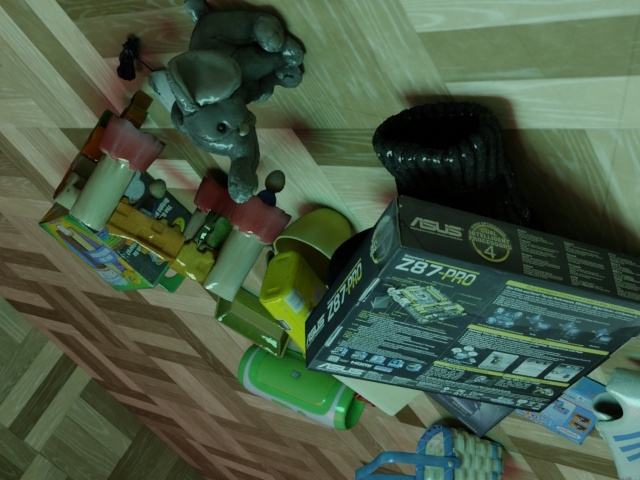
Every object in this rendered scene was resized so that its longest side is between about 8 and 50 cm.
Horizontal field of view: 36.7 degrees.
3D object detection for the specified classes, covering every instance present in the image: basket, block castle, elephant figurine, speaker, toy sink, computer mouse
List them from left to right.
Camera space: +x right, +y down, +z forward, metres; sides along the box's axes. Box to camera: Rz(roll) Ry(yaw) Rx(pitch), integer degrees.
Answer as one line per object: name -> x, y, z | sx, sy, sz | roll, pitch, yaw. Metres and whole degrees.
computer mouse -> -0.251, -0.243, 1.571 | 0.193, 0.042, 0.106 | 37, 153, -9
block castle -> -0.240, -0.087, 1.548 | 0.303, 0.212, 0.453 | 30, 178, -16
elephant figurine -> -0.139, -0.194, 1.303 | 0.186, 0.239, 0.169 | 9, 146, 41
speaker -> -0.045, 0.343, 2.279 | 0.297, 0.131, 0.131 | 19, 151, 25
toy sink -> 0.128, 0.167, 1.741 | 0.153, 0.234, 0.131 | 37, 125, -8
basket -> 0.241, 0.515, 2.144 | 0.289, 0.201, 0.255 | 4, 158, -14

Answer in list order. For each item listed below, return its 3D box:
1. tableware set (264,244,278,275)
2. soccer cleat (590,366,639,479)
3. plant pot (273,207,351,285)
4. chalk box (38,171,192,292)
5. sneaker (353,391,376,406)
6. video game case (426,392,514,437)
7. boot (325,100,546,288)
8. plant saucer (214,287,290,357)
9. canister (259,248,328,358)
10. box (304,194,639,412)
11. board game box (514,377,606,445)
tableware set -> -0.061, 0.064, 1.754 | 0.039, 0.128, 0.194 | -5, 176, 11
soccer cleat -> 0.521, 0.315, 1.618 | 0.143, 0.116, 0.331 | 18, 144, 19
plant pot -> 0.000, 0.000, 1.659 | 0.134, 0.095, 0.134 | 25, 154, 13
chalk box -> -0.387, -0.013, 1.973 | 0.289, 0.180, 0.179 | 46, 151, -25
sneaker -> 0.132, 0.271, 1.952 | 0.087, 0.128, 0.221 | 26, 155, 11
video game case -> 0.279, 0.287, 1.893 | 0.196, 0.026, 0.274 | 39, 158, 10
boot -> 0.117, -0.046, 1.331 | 0.348, 0.131, 0.260 | -19, 136, 23
plant saucer -> -0.146, 0.178, 2.197 | 0.188, 0.045, 0.188 | 31, 154, 4
canister -> -0.026, 0.112, 1.633 | 0.073, 0.126, 0.170 | -18, 127, 27
box -> 0.214, 0.107, 1.335 | 0.395, 0.097, 0.318 | 13, 142, -17
board game box -> 0.430, 0.290, 1.758 | 0.160, 0.039, 0.211 | 26, 153, 14
